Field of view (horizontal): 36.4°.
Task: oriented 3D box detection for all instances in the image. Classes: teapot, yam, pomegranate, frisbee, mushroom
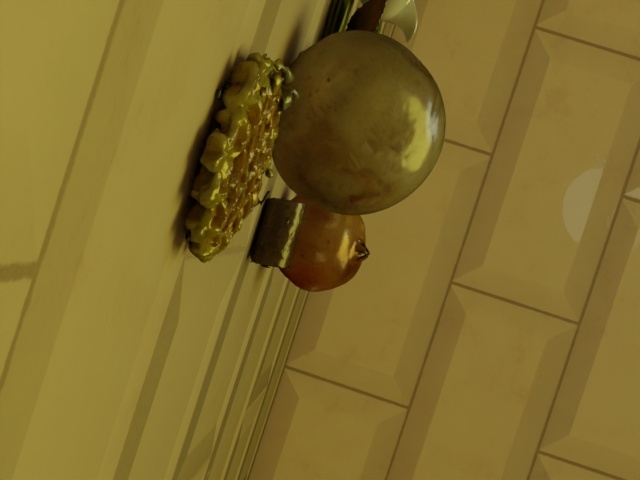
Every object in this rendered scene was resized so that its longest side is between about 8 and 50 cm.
[{"bbox_3d":[0.154,-0.553,1.947,0.204,0.139,0.298,-72,173,-81],"label":"teapot"},{"bbox_3d":[-0.076,-0.015,1.757,0.084,0.084,0.127,-30,134,-84],"label":"yam"},{"bbox_3d":[-0.006,0.001,1.991,0.209,0.209,0.209,18,90,-86],"label":"pomegranate"},{"bbox_3d":[0.039,-0.437,1.859,0.236,0.017,0.236,17,90,-86],"label":"frisbee"},{"bbox_3d":[0.040,-0.194,1.563,0.290,0.292,0.293,44,-60,62],"label":"mushroom"}]

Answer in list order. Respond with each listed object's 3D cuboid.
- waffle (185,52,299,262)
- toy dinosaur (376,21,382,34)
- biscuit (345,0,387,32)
[{"bbox_3d":[-0.101,-0.095,1.172,0.280,0.060,0.262,83,29,-78],"label":"waffle"},{"bbox_3d":[0.071,-0.315,2.385,0.301,0.087,0.447,73,41,-82],"label":"toy dinosaur"},{"bbox_3d":[0.061,-0.351,1.819,0.232,0.013,0.237,-71,-165,-9],"label":"biscuit"}]
